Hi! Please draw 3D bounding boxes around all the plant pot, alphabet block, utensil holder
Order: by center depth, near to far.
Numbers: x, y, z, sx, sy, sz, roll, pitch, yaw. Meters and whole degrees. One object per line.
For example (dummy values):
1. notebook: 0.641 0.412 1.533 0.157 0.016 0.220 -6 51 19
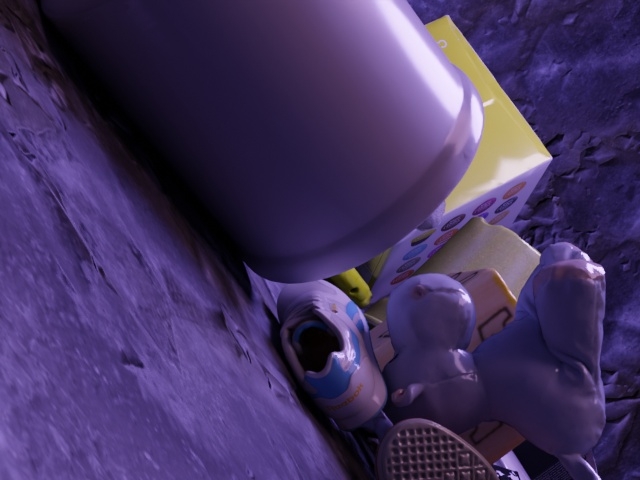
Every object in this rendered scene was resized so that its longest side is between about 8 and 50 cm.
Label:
1. utensil holder: -0.060 -0.200 1.504 0.385 0.328 0.327 50 7 -30
2. alphabet block: 0.160 0.165 1.705 0.193 0.197 0.192 56 -10 -5
3. plant pot: 0.230 0.111 2.199 0.276 0.254 0.276 38 -10 8

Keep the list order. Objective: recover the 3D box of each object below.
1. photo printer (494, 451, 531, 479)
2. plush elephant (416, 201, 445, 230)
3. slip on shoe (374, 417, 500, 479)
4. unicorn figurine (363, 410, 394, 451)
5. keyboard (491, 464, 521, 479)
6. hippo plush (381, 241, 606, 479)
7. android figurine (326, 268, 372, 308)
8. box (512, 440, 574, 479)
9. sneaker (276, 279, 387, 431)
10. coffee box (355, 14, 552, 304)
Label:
1. photo printer: 0.256 0.374 2.018 0.256 0.107 0.307 51 7 -45
2. plush elephant: -0.011 -0.125 2.116 0.272 0.255 0.330 42 19 -31
3. slip on shoe: 0.150 0.312 1.438 0.331 0.123 0.101 53 -18 -23
4. unicorn figurine: 0.079 0.223 1.543 0.111 0.060 0.162 36 24 -53
5. keyboard: 0.254 0.388 1.734 0.202 0.033 0.317 20 27 -18
6. hippo plush: 0.181 0.147 1.520 0.234 0.237 0.294 69 20 -79
7. android figurine: 0.000 0.000 2.380 0.273 0.056 0.248 54 5 -42
8. box: 0.301 0.308 2.484 0.296 0.183 0.294 57 3 39
9. sneaker: 0.000 0.097 1.480 0.092 0.087 0.228 50 5 -34
10. coffee box: 0.152 -0.139 2.543 0.338 0.338 0.334 57 -20 16
